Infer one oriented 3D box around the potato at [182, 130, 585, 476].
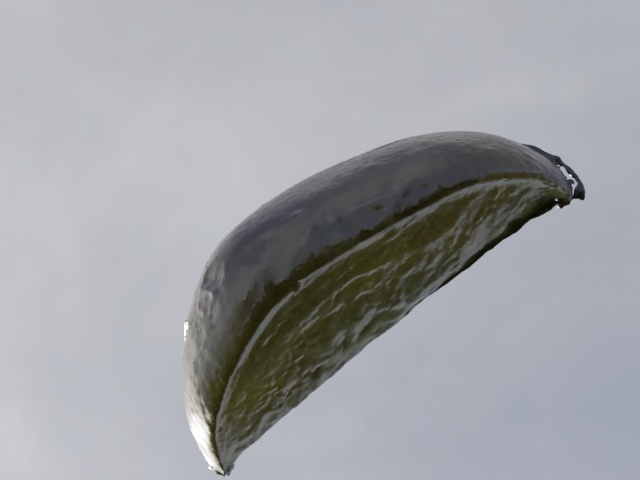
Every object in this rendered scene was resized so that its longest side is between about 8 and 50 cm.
[{"bbox_3d":[0.001,-0.002,1.077,0.261,0.120,0.100,-40,-36,0],"label":"potato"}]
